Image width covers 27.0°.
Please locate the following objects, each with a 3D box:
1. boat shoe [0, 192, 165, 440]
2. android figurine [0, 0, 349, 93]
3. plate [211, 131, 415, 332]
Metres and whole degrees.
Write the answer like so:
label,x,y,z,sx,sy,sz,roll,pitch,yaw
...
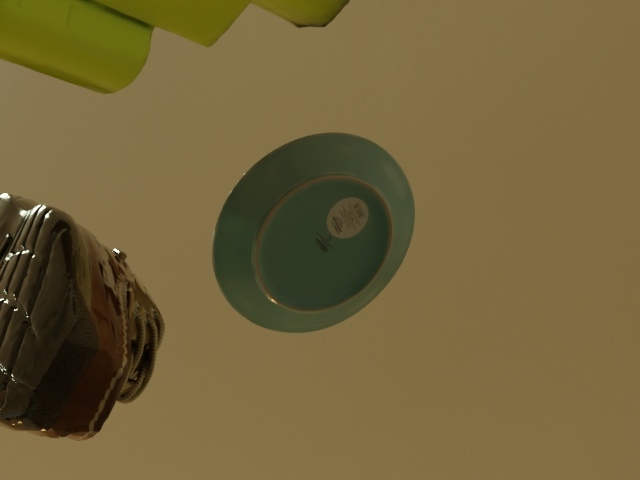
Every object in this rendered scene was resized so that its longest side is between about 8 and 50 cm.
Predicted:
label,x,y,z,sx,sy,sz,roll,pitch,yaw
boat shoe,-0.154,0.047,0.844,0.120,0.324,0.122,28,-87,-22
android figurine,-0.045,-0.158,0.469,0.248,0.273,0.056,-43,-117,18
plate,0.000,0.000,1.124,0.188,0.024,0.188,-11,-61,-20
